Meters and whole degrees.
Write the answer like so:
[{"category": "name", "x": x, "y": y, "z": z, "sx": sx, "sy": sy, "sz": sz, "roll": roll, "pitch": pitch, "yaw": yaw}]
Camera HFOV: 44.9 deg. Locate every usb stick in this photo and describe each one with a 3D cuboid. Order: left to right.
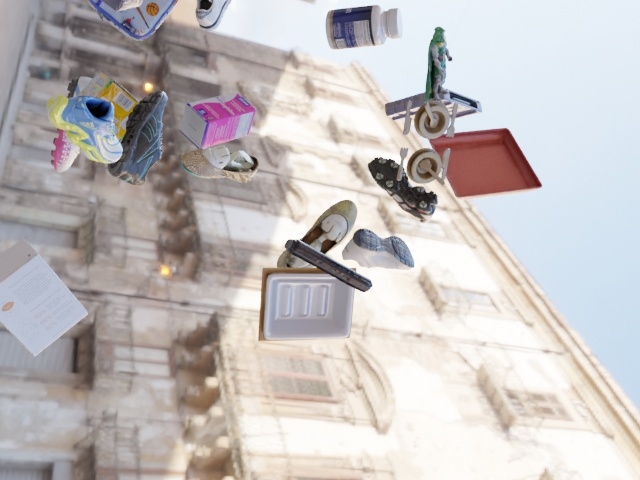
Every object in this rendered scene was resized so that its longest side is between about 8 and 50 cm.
[{"category": "usb stick", "x": 0.024, "y": 0.071, "z": 2.160, "sx": 0.045, "sy": 0.278, "sz": 0.077, "roll": -63, "pitch": -157, "yaw": -4}]

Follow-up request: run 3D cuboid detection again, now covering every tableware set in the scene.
[{"category": "tableware set", "x": 0.248, "y": -0.215, "z": 1.742, "sx": 0.039, "sy": 0.128, "sz": 0.194, "roll": -128, "pitch": -139, "yaw": -61}]

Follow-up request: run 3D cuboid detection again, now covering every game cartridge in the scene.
[{"category": "game cartridge", "x": 0.399, "y": -0.459, "z": 2.714, "sx": 0.230, "sy": 0.355, "sz": 0.068, "roll": -16, "pitch": -97, "yaw": 32}]

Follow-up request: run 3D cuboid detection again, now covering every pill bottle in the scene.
[{"category": "pill bottle", "x": 0.103, "y": -0.500, "z": 1.811, "sx": 0.094, "sy": 0.169, "sz": 0.094, "roll": -1, "pitch": 90, "yaw": -74}]

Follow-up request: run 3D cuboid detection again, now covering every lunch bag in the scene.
[{"category": "lunch bag", "x": -0.553, "y": -0.767, "z": 2.330, "sx": 0.303, "sy": 0.243, "sz": 0.115, "roll": -52, "pitch": -159, "yaw": -2}]

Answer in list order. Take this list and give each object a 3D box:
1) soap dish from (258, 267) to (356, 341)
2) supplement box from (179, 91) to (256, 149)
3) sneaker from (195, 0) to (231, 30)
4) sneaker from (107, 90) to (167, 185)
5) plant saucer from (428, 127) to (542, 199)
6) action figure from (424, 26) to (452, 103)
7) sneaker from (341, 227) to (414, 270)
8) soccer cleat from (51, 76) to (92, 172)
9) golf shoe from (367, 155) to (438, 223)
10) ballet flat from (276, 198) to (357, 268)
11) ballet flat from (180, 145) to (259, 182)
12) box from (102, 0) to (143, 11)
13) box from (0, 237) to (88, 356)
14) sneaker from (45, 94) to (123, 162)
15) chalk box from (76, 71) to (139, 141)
[{"category": "soap dish", "x": -0.045, "y": 0.184, "z": 2.330, "sx": 0.118, "sy": 0.290, "sz": 0.229, "roll": -136, "pitch": -131, "yaw": -68}, {"category": "supplement box", "x": -0.334, "y": -0.394, "z": 2.531, "sx": 0.111, "sy": 0.220, "sz": 0.114, "roll": 42, "pitch": -49, "yaw": 22}, {"category": "sneaker", "x": -0.325, "y": -0.765, "z": 2.386, "sx": 0.095, "sy": 0.090, "sz": 0.235, "roll": 60, "pitch": 40, "yaw": -63}, {"category": "sneaker", "x": -0.469, "y": -0.272, "z": 2.060, "sx": 0.101, "sy": 0.106, "sz": 0.268, "roll": 11, "pitch": -108, "yaw": 48}, {"category": "plant saucer", "x": 0.457, "y": -0.210, "z": 2.191, "sx": 0.048, "sy": 0.258, "sz": 0.259, "roll": 97, "pitch": -18, "yaw": -48}, {"category": "action figure", "x": 0.335, "y": -0.501, "z": 2.190, "sx": 0.137, "sy": 0.063, "sz": 0.232, "roll": -57, "pitch": 152, "yaw": -34}, {"category": "sneaker", "x": 0.200, "y": 0.045, "z": 2.666, "sx": 0.129, "sy": 0.297, "sz": 0.111, "roll": -40, "pitch": -138, "yaw": 39}, {"category": "soccer cleat", "x": -0.750, "y": -0.349, "z": 2.437, "sx": 0.116, "sy": 0.143, "sz": 0.331, "roll": -98, "pitch": -152, "yaw": -62}, {"category": "golf shoe", "x": 0.250, "y": -0.156, "z": 2.464, "sx": 0.273, "sy": 0.105, "sz": 0.120, "roll": 44, "pitch": -23, "yaw": 22}, {"category": "ballet flat", "x": 0.000, "y": 0.000, "z": 2.581, "sx": 0.348, "sy": 0.123, "sz": 0.123, "roll": -41, "pitch": -156, "yaw": -4}, {"category": "ballet flat", "x": -0.198, "y": -0.163, "z": 1.574, "sx": 0.067, "sy": 0.206, "sz": 0.073, "roll": -40, "pitch": -108, "yaw": 25}, {"category": "box", "x": -0.573, "y": -0.751, "z": 2.050, "sx": 0.163, "sy": 0.247, "sz": 0.142, "roll": -52, "pitch": -178, "yaw": 28}, {"category": "box", "x": -0.549, "y": 0.107, "z": 1.458, "sx": 0.130, "sy": 0.171, "sz": 0.091, "roll": -40, "pitch": -141, "yaw": -17}, {"category": "sneaker", "x": -0.492, "y": -0.246, "z": 1.724, "sx": 0.126, "sy": 0.240, "sz": 0.091, "roll": -6, "pitch": -111, "yaw": 23}, {"category": "chalk box", "x": -0.611, "y": -0.385, "z": 2.206, "sx": 0.132, "sy": 0.132, "sz": 0.213, "roll": -51, "pitch": -147, "yaw": -4}]
